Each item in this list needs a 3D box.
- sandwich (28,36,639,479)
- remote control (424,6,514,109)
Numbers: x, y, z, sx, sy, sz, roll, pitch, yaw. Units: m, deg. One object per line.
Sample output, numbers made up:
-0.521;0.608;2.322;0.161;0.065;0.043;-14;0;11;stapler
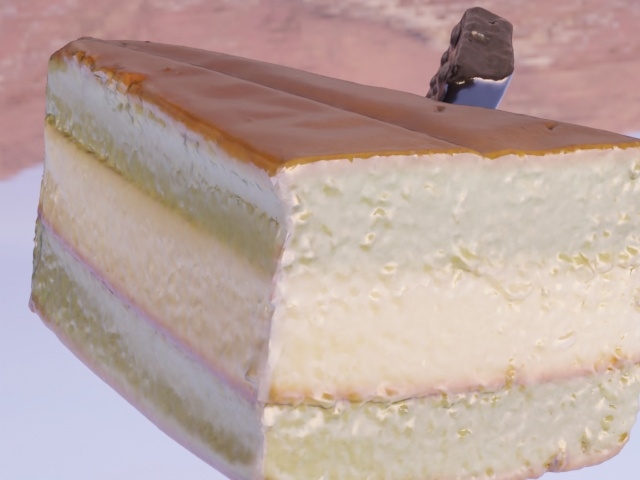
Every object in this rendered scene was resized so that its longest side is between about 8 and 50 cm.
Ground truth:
0.000;0.000;0.554;0.144;0.117;0.187;-3;-160;-33;sandwich
0.022;0.013;0.676;0.025;0.245;0.063;20;-144;-6;remote control
